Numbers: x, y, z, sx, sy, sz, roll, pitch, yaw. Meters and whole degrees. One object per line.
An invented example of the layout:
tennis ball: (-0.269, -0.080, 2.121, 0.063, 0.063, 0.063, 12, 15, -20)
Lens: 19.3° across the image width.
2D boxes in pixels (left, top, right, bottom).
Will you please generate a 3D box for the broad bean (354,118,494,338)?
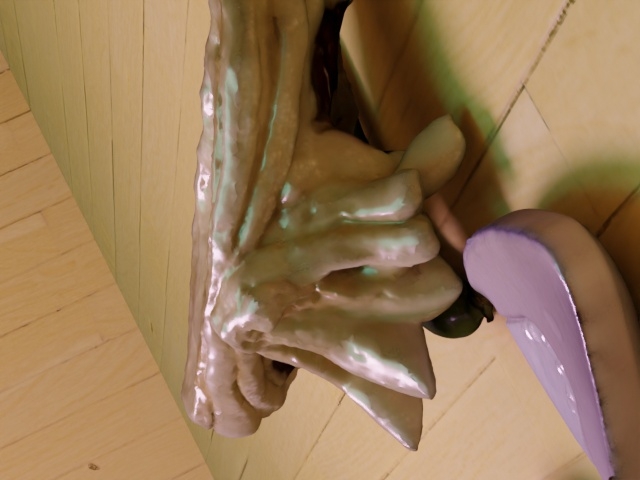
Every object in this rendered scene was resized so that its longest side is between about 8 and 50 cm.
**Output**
broad bean: (0.054, -0.027, 1.434, 0.292, 0.049, 0.144, 55, 158, 32)

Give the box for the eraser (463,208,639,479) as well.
eraser: (0.153, 0.051, 1.115, 0.204, 0.059, 0.243, 61, 171, 22)

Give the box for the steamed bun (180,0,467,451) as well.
steamed bun: (0.000, 0.000, 1.331, 0.247, 0.189, 0.428, -90, 5, -55)
